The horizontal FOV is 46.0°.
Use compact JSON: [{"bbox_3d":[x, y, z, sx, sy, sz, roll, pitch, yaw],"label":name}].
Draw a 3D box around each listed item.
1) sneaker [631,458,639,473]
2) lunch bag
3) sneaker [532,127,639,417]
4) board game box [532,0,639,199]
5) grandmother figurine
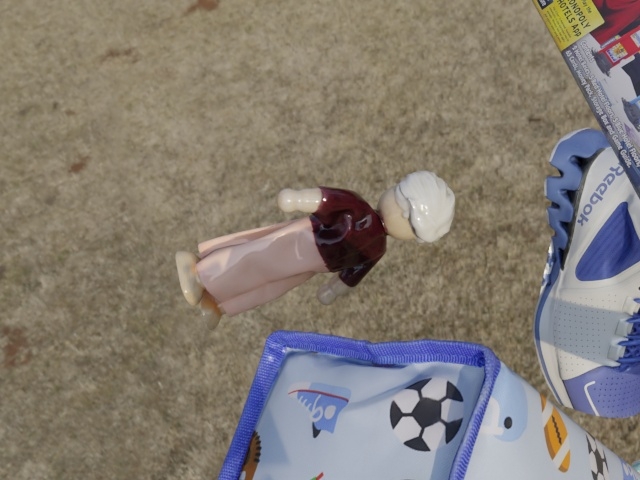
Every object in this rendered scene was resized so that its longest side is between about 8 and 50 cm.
[{"bbox_3d":[0.465,0.306,1.008,0.094,0.212,0.080,4,49,6],"label":"sneaker"},{"bbox_3d":[0.060,0.302,0.539,0.238,0.327,0.386,-5,60,43],"label":"lunch bag"},{"bbox_3d":[0.329,0.041,0.776,0.127,0.316,0.182,-7,9,-29],"label":"sneaker"},{"bbox_3d":[0.211,-0.090,0.313,0.194,0.060,0.194,-30,49,24],"label":"board game box"},{"bbox_3d":[0.000,0.000,0.923,0.342,0.208,0.104,-19,59,4],"label":"grandmother figurine"}]
